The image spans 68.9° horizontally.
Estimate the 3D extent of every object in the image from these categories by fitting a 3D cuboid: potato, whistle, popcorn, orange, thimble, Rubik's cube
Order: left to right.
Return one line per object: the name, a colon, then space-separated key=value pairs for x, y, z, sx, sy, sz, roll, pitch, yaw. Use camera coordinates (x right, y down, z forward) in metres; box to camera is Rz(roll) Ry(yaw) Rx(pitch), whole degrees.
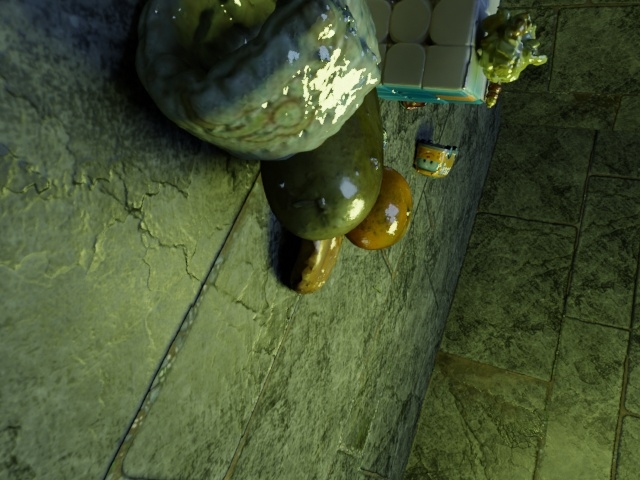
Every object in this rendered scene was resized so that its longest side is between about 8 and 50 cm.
thimble: x=-0.068 y=-0.252 z=0.594 sx=0.195 sy=0.291 sz=0.292 roll=28 pitch=75 yaw=-62
potato: x=-0.001 y=-0.154 z=0.794 sx=0.270 sy=0.219 sz=0.359 roll=62 pitch=22 yaw=-57
orange: x=0.153 y=-0.083 z=1.242 sx=0.240 sy=0.171 sz=0.240 roll=-35 pitch=132 yaw=-53
Rubik's cube: x=0.263 y=-0.503 z=1.154 sx=0.290 sy=0.291 sz=0.291 roll=-16 pitch=114 yaw=-61
whistle: x=0.443 y=-0.393 z=1.201 sx=0.046 sy=0.057 sz=0.109 roll=17 pitch=94 yaw=-20
popcorn: x=0.407 y=-0.418 z=1.020 sx=0.135 sy=0.162 sz=0.142 roll=-103 pitch=-144 yaw=-64

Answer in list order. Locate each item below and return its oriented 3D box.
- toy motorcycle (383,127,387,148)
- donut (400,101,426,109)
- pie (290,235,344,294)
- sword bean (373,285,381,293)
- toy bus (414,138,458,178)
toy motorcycle: x=0.063 y=-0.217 z=1.083 sx=0.315 sy=0.113 sz=0.169 roll=6 pitch=104 yaw=-55
donut: x=0.314 y=-0.531 z=1.481 sx=0.235 sy=0.089 sz=0.235 roll=-31 pitch=125 yaw=-57
pie: x=0.001 y=0.001 z=1.067 sx=0.273 sy=0.069 sz=0.274 roll=17 pitch=90 yaw=-77
sword bean: x=0.198 y=0.170 z=1.620 sx=0.083 sy=0.012 sz=0.012 roll=41 pitch=64 yaw=-59
toy bus: x=0.436 y=-0.307 z=1.784 sx=0.209 sy=0.126 sz=0.136 roll=-17 pitch=124 yaw=-61
